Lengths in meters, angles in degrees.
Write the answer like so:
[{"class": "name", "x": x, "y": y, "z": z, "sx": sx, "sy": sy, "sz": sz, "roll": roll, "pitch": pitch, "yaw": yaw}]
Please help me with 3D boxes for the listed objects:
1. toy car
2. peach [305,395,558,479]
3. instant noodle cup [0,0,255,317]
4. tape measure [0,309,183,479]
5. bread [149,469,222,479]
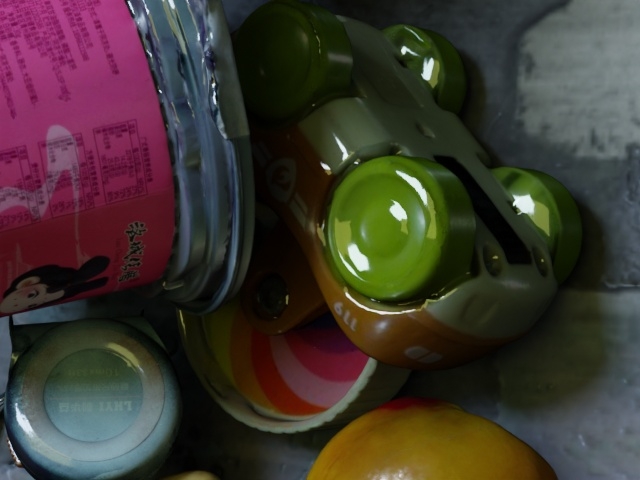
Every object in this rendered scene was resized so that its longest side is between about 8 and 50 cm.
[{"class": "toy car", "x": 0.000, "y": 0.000, "z": 0.945, "sx": 0.235, "sy": 0.145, "sz": 0.235, "roll": -1, "pitch": 88, "yaw": 37}, {"class": "peach", "x": 0.052, "y": 0.146, "z": 0.876, "sx": 0.138, "sy": 0.138, "sz": 0.138, "roll": -5, "pitch": 77, "yaw": 22}, {"class": "instant noodle cup", "x": -0.170, "y": -0.061, "z": 0.883, "sx": 0.182, "sy": 0.302, "sz": 0.258, "roll": -18, "pitch": 55, "yaw": -23}, {"class": "tape measure", "x": -0.142, "y": 0.110, "z": 0.988, "sx": 0.180, "sy": 0.104, "sz": 0.107, "roll": 132, "pitch": 138, "yaw": -57}, {"class": "bread", "x": -0.105, "y": 0.210, "z": 0.959, "sx": 0.173, "sy": 0.085, "sz": 0.134, "roll": -20, "pitch": 64, "yaw": 19}]
